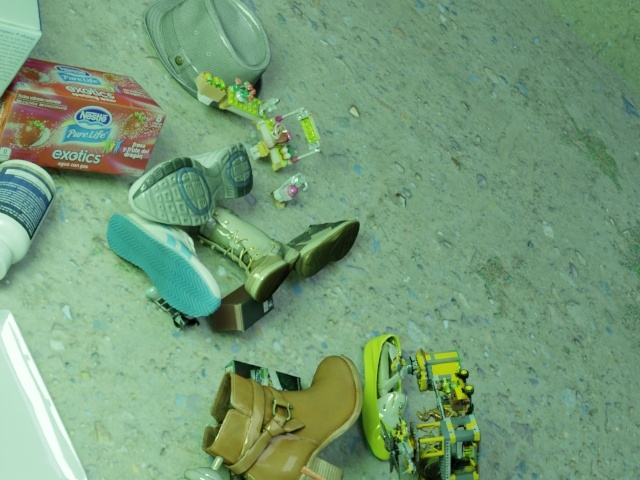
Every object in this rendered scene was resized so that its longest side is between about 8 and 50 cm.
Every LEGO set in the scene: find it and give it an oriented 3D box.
[{"bbox_3d":[0.136,0.338,1.619,0.192,0.331,0.255,-6,41,-3],"label":"LEGO set"},{"bbox_3d":[-0.093,-0.216,1.868,0.287,0.107,0.132,54,43,-22],"label":"LEGO set"}]

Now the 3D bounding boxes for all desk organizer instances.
[{"bbox_3d":[-0.125,0.107,1.686,0.130,0.050,0.047,-34,121,-66],"label":"desk organizer"}]

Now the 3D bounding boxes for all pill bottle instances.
[{"bbox_3d":[-0.440,-0.026,1.443,0.094,0.094,0.169,35,41,-20],"label":"pill bottle"}]

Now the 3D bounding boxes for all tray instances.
[{"bbox_3d":[-0.412,0.225,1.329,0.145,0.030,0.270,-13,71,-50],"label":"tray"}]

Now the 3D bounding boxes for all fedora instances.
[{"bbox_3d":[-0.191,-0.381,1.942,0.243,0.124,0.275,-10,69,-49],"label":"fedora"}]

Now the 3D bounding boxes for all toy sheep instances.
[{"bbox_3d":[-0.167,0.358,1.421,0.091,0.091,0.132,34,67,-21],"label":"toy sheep"}]

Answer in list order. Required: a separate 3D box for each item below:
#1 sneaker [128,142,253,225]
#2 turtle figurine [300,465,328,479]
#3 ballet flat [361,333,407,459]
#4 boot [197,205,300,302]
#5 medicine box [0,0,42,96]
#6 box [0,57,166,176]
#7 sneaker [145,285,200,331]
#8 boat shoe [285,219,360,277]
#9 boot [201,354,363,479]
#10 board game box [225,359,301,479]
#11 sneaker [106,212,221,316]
[{"bbox_3d":[-0.222,-0.083,1.665,0.297,0.129,0.111,-25,107,-63],"label":"sneaker"},{"bbox_3d":[0.008,0.461,1.473,0.269,0.087,0.217,49,62,-27],"label":"turtle figurine"},{"bbox_3d":[0.114,0.261,1.783,0.077,0.077,0.231,26,45,-30],"label":"ballet flat"},{"bbox_3d":[-0.129,0.017,1.679,0.165,0.077,0.213,34,15,3],"label":"boot"},{"bbox_3d":[-0.521,-0.316,1.432,0.149,0.289,0.264,9,55,-38],"label":"medicine box"},{"bbox_3d":[-0.384,-0.189,1.573,0.256,0.123,0.128,4,31,-42],"label":"box"},{"bbox_3d":[-0.225,0.109,1.597,0.098,0.038,0.069,17,50,-36],"label":"sneaker"},{"bbox_3d":[-0.001,0.001,1.873,0.073,0.080,0.223,24,27,19],"label":"boat shoe"},{"bbox_3d":[-0.060,0.254,1.567,0.220,0.109,0.283,32,51,-20],"label":"boot"},{"bbox_3d":[-0.080,0.317,1.588,0.136,0.030,0.260,23,47,-35],"label":"board game box"},{"bbox_3d":[-0.222,0.027,1.577,0.228,0.087,0.092,41,30,25],"label":"sneaker"}]
